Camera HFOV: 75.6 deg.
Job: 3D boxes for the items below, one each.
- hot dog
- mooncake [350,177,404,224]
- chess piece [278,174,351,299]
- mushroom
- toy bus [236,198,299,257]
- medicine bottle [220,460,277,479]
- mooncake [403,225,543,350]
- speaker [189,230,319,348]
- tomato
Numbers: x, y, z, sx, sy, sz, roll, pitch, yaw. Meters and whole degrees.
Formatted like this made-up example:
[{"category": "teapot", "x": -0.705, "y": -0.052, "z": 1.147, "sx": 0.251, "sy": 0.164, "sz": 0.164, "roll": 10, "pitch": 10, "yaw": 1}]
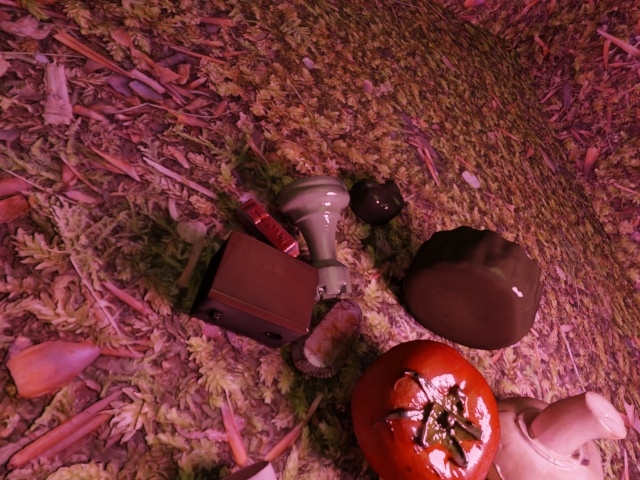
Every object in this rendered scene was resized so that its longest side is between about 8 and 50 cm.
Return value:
[{"category": "hot dog", "x": 0.028, "y": 0.237, "z": 1.034, "sx": 0.131, "sy": 0.069, "sz": 0.252, "roll": 41, "pitch": 46, "yaw": 5}, {"category": "mooncake", "x": 0.184, "y": -0.137, "z": 1.324, "sx": 0.168, "sy": 0.104, "sz": 0.175, "roll": 44, "pitch": 46, "yaw": 3}, {"category": "chess piece", "x": 0.000, "y": 0.000, "z": 1.081, "sx": 0.194, "sy": 0.194, "sz": 0.300, "roll": 0, "pitch": 73, "yaw": -34}, {"category": "mushroom", "x": 0.596, "y": 0.549, "z": 1.070, "sx": 0.315, "sy": 0.355, "sz": 0.315, "roll": 52, "pitch": 25, "yaw": -37}, {"category": "toy bus", "x": -0.134, "y": -0.025, "z": 1.029, "sx": 0.065, "sy": 0.077, "sz": 0.192, "roll": -37, "pitch": 67, "yaw": -24}, {"category": "medicine bottle", "x": -0.104, "y": 0.541, "z": 0.719, "sx": 0.151, "sy": 0.152, "sz": 0.255, "roll": -10, "pitch": 70, "yaw": -37}, {"category": "mooncake", "x": 0.424, "y": 0.133, "z": 1.166, "sx": 0.356, "sy": 0.356, "sz": 0.194, "roll": 42, "pitch": 51, "yaw": -7}, {"category": "speaker", "x": -0.142, "y": 0.117, "z": 0.929, "sx": 0.230, "sy": 0.153, "sz": 0.193, "roll": 26, "pitch": 52, "yaw": -20}, {"category": "tomato", "x": 0.221, "y": 0.404, "z": 0.941, "sx": 0.340, "sy": 0.273, "sz": 0.342, "roll": 7, "pitch": 70, "yaw": -18}]
